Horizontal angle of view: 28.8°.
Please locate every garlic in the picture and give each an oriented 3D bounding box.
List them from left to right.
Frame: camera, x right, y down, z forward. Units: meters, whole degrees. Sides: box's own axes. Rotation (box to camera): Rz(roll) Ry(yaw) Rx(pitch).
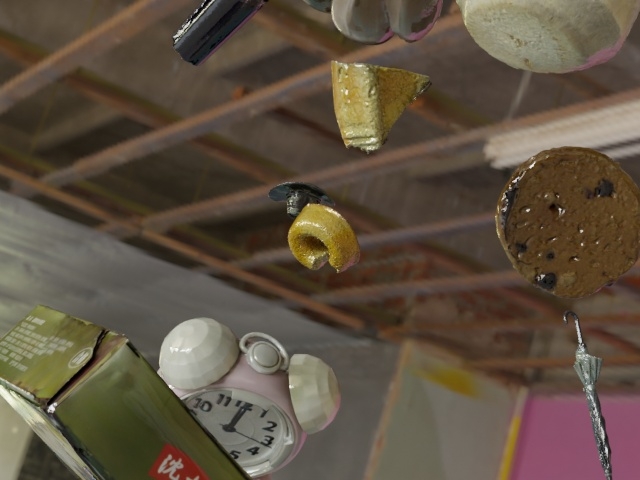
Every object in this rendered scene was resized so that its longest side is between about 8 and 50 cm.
[{"bbox_3d":[0.064,-0.430,1.995,0.279,0.132,0.325,34,-30,8],"label":"garlic"}]

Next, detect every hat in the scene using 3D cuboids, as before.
[{"bbox_3d":[-0.033,-0.061,2.146,0.121,0.050,0.121,6,-16,2],"label":"hat"}]

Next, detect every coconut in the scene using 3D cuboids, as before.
[{"bbox_3d":[0.295,-0.348,1.532,0.237,0.265,0.237,27,-11,6],"label":"coconut"}]

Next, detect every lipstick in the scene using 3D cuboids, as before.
[{"bbox_3d":[-0.079,-0.414,1.869,0.077,0.077,0.418,27,-50,-31],"label":"lipstick"}]

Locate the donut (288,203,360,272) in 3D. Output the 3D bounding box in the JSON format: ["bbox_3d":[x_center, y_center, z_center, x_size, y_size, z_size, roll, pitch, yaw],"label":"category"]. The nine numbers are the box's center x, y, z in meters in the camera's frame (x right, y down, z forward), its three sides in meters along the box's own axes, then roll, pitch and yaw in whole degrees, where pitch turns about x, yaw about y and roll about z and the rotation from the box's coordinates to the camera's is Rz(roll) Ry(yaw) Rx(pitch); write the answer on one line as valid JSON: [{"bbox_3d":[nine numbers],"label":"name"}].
[{"bbox_3d":[0.000,0.000,1.664,0.108,0.043,0.097,-5,-62,48],"label":"donut"}]

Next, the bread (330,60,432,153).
[{"bbox_3d":[0.114,-0.256,2.294,0.160,0.169,0.140,-15,16,-37],"label":"bread"}]

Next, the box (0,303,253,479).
[{"bbox_3d":[-0.248,0.276,1.630,0.373,0.138,0.420,53,-20,-19],"label":"box"}]

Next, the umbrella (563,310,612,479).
[{"bbox_3d":[0.391,0.224,1.760,0.044,0.269,0.044,4,-25,-35],"label":"umbrella"}]

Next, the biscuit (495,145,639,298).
[{"bbox_3d":[0.466,-0.037,2.326,0.296,0.296,0.075,20,11,-8],"label":"biscuit"}]

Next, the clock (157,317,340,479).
[{"bbox_3d":[-0.161,0.301,2.287,0.342,0.184,0.326,17,-46,-19],"label":"clock"}]
